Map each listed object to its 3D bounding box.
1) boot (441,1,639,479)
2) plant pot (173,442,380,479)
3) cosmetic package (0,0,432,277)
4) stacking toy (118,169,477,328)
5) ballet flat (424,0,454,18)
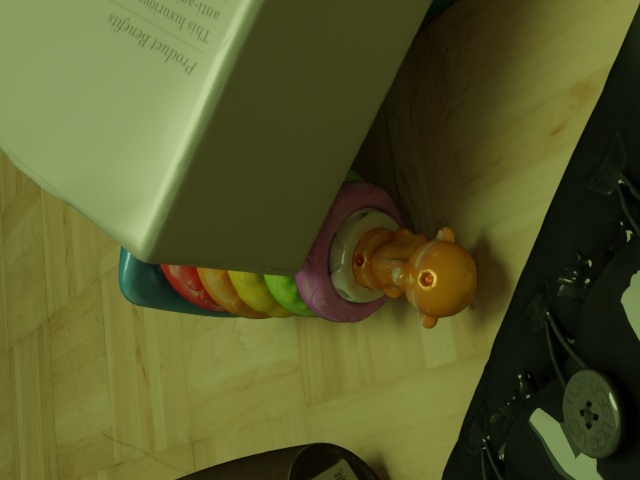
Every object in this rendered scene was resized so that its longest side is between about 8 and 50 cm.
[{"bbox_3d":[0.179,0.159,0.442,0.367,0.146,0.445,53,127,43],"label":"boot"},{"bbox_3d":[-0.053,0.256,0.766,0.230,0.215,0.215,-42,52,31],"label":"plant pot"},{"bbox_3d":[-0.038,-0.229,0.620,0.230,0.161,0.453,34,103,32],"label":"cosmetic package"},{"bbox_3d":[0.000,0.000,0.736,0.302,0.166,0.175,15,93,46],"label":"stacking toy"},{"bbox_3d":[0.016,-0.177,0.760,0.248,0.086,0.086,-22,70,47],"label":"ballet flat"}]
